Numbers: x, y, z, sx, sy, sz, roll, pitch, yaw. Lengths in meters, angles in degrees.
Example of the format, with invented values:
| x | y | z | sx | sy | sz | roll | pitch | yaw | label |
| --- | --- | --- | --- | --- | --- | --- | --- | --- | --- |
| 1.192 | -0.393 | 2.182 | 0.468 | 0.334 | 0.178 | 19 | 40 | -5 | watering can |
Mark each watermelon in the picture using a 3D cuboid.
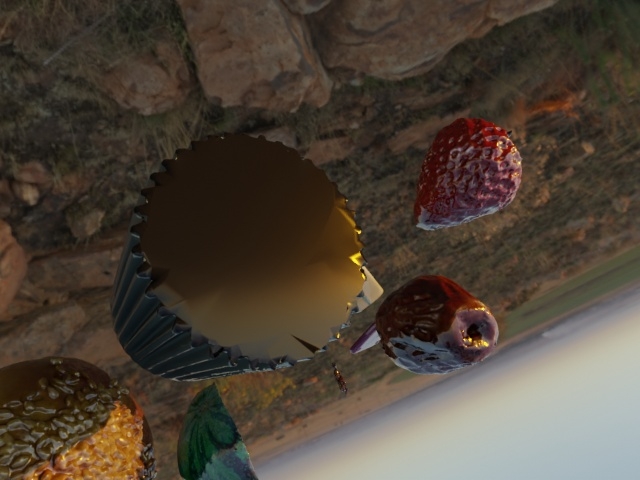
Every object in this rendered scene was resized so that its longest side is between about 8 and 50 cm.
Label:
| x | y | z | sx | sy | sz | roll | pitch | yaw | label |
| --- | --- | --- | --- | --- | --- | --- | --- | --- | --- |
| -0.183 | 0.392 | 0.950 | 0.128 | 0.231 | 0.146 | -20 | 180 | -37 | watermelon |

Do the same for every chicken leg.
| x | y | z | sx | sy | sz | roll | pitch | yaw | label |
| --- | --- | --- | --- | --- | --- | --- | --- | --- | --- |
| 0.048 | 0.346 | 1.284 | 0.021 | 0.083 | 0.036 | -22 | 154 | -6 | chicken leg |

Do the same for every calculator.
| x | y | z | sx | sy | sz | roll | pitch | yaw | label |
| --- | --- | --- | --- | --- | --- | --- | --- | --- | --- |
| 0.146 | 0.216 | 1.250 | 0.126 | 0.034 | 0.190 | -50 | 163 | 21 | calculator |

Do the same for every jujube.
| x | y | z | sx | sy | sz | roll | pitch | yaw | label |
| --- | --- | --- | --- | --- | --- | --- | --- | --- | --- |
| 0.218 | 0.168 | 0.999 | 0.197 | 0.197 | 0.290 | -17 | 179 | -19 | jujube |

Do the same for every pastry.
| x | y | z | sx | sy | sz | roll | pitch | yaw | label |
| --- | --- | --- | --- | --- | --- | --- | --- | --- | --- |
| -0.462 | 0.399 | 0.921 | 0.245 | 0.409 | 0.409 | -21 | 161 | 22 | pastry |

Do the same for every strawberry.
| x | y | z | sx | sy | sz | roll | pitch | yaw | label |
| --- | --- | --- | --- | --- | --- | --- | --- | --- | --- |
| 0.409 | -0.167 | 1.408 | 0.292 | 0.310 | 0.292 | 11 | 170 | 2 | strawberry |

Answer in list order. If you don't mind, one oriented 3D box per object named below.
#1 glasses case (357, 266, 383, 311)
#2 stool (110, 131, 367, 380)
| x | y | z | sx | sy | sz | roll | pitch | yaw | label |
| --- | --- | --- | --- | --- | --- | --- | --- | --- | --- |
| 0.000 | 0.000 | 1.002 | 0.070 | 0.313 | 0.131 | -39 | 134 | 1 | glasses case |
| -0.143 | 0.056 | 0.735 | 0.297 | 0.297 | 0.330 | -10 | 165 | -33 | stool |
